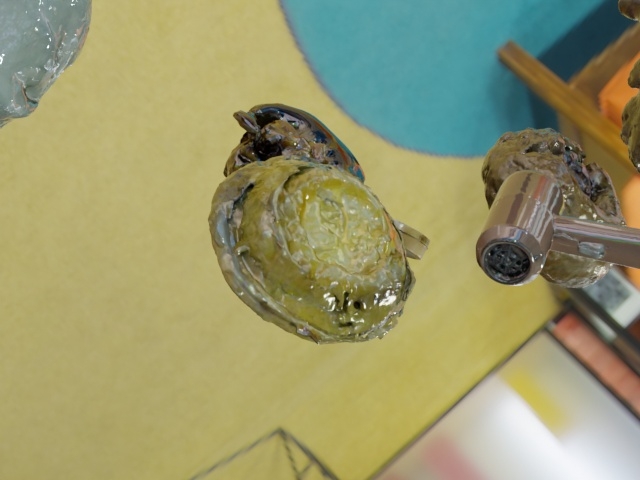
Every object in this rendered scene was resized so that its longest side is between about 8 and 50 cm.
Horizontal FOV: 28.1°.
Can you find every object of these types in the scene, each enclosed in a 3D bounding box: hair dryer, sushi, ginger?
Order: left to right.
[{"bbox_3d":[-0.049,-0.083,1.890,0.213,0.204,0.200,-65,166,8],"label":"sushi"},{"bbox_3d":[0.236,0.000,1.136,0.117,0.182,0.064,-60,155,-51],"label":"hair dryer"},{"bbox_3d":[0.467,-0.200,1.686,0.166,0.333,0.080,-13,147,42],"label":"ginger"}]

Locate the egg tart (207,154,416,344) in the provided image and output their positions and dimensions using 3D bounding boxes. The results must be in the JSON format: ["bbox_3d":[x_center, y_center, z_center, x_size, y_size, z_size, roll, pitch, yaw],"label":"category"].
[{"bbox_3d":[0.000,0.000,1.548,0.279,0.279,0.095,-19,161,-37],"label":"egg tart"}]

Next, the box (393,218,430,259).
[{"bbox_3d":[0.127,-0.005,2.091,0.037,0.105,0.105,-64,151,-6],"label":"box"}]

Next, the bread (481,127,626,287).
[{"bbox_3d":[0.311,-0.049,1.677,0.123,0.230,0.230,-33,157,27],"label":"bread"}]

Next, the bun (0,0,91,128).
[{"bbox_3d":[-0.383,-0.261,1.516,0.194,0.354,0.354,39,99,-24],"label":"bun"}]
